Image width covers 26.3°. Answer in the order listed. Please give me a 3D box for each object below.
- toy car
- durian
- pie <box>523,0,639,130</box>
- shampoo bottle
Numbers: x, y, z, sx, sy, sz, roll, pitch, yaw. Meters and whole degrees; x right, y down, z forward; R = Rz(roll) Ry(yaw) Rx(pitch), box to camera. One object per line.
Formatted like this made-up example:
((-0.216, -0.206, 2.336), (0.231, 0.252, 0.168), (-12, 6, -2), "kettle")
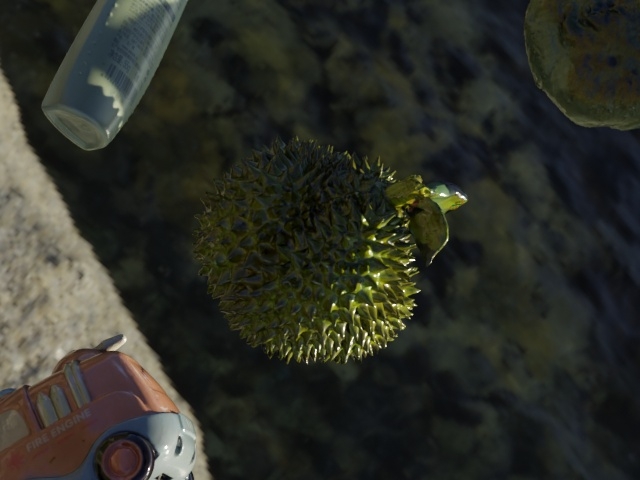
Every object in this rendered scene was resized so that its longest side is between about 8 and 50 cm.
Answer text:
((-0.290, 0.244, 1.608), (0.212, 0.270, 0.180), (59, 0, 22), "toy car")
((-0.008, 0.012, 0.960), (0.146, 0.159, 0.198), (1, 15, -36), "durian")
((0.262, -0.183, 1.177), (0.041, 0.187, 0.187), (26, 37, -59), "pie")
((-0.144, -0.169, 1.053), (0.072, 0.049, 0.212), (47, 54, -39), "shampoo bottle")
